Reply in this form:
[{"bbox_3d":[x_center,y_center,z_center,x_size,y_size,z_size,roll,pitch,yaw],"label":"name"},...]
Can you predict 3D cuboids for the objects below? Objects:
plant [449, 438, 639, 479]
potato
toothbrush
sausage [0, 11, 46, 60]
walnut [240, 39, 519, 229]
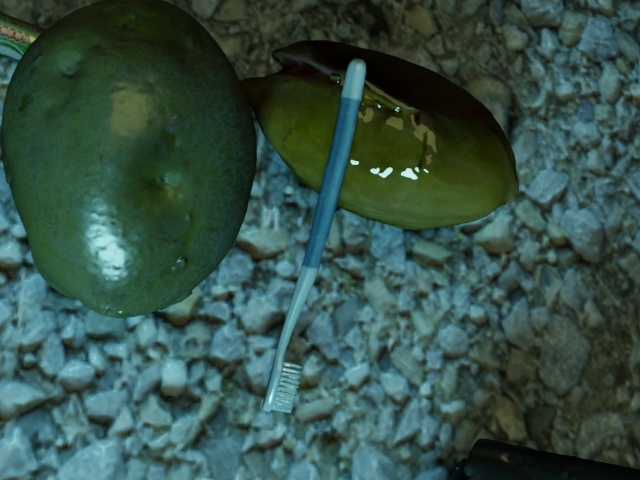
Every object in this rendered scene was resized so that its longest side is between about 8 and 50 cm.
[{"bbox_3d":[0.204,0.240,0.677,0.256,0.164,0.142,20,60,8],"label":"plant"},{"bbox_3d":[-0.139,-0.061,0.695,0.177,0.160,0.235,6,81,12],"label":"potato"},{"bbox_3d":[0.000,0.000,0.713,0.025,0.019,0.276,14,96,-8],"label":"toothbrush"},{"bbox_3d":[-0.255,-0.166,0.764,0.269,0.033,0.033,19,65,-9],"label":"sausage"},{"bbox_3d":[0.047,-0.085,0.771,0.245,0.137,0.137,22,65,-5],"label":"walnut"}]
